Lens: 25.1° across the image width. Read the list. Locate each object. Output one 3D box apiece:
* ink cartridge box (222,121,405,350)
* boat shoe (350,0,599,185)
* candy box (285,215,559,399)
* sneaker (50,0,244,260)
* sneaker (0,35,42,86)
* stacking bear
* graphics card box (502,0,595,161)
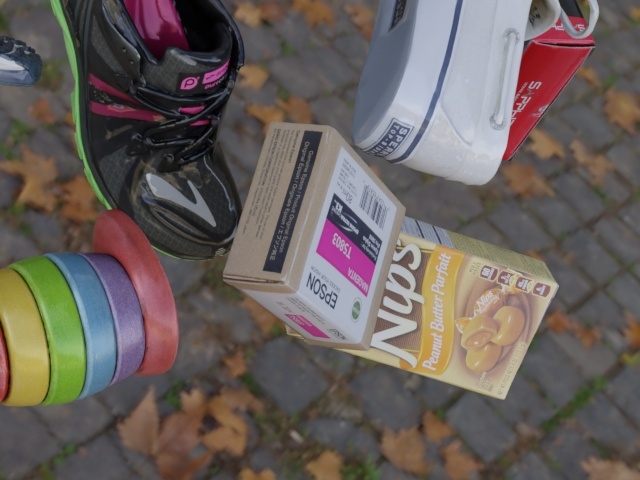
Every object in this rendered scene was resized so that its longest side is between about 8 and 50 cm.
[{"bbox_3d":[0.000,0.000,1.648,0.235,0.088,0.193,42,59,-57],"label":"ink cartridge box"},{"bbox_3d":[0.143,-0.202,1.144,0.156,0.136,0.367,24,59,-16],"label":"boat shoe"},{"bbox_3d":[0.129,0.075,1.896,0.316,0.183,0.087,17,18,-13],"label":"candy box"},{"bbox_3d":[-0.189,-0.178,1.709,0.185,0.483,0.202,-34,32,-31],"label":"sneaker"},{"bbox_3d":[-0.468,-0.193,1.759,0.283,0.122,0.110,5,13,17],"label":"sneaker"},{"bbox_3d":[-0.305,0.094,1.436,0.289,0.175,0.164,-13,30,-30],"label":"stacking bear"},{"bbox_3d":[0.190,-0.311,1.756,0.094,0.233,0.371,-2,59,-23],"label":"graphics card box"}]
